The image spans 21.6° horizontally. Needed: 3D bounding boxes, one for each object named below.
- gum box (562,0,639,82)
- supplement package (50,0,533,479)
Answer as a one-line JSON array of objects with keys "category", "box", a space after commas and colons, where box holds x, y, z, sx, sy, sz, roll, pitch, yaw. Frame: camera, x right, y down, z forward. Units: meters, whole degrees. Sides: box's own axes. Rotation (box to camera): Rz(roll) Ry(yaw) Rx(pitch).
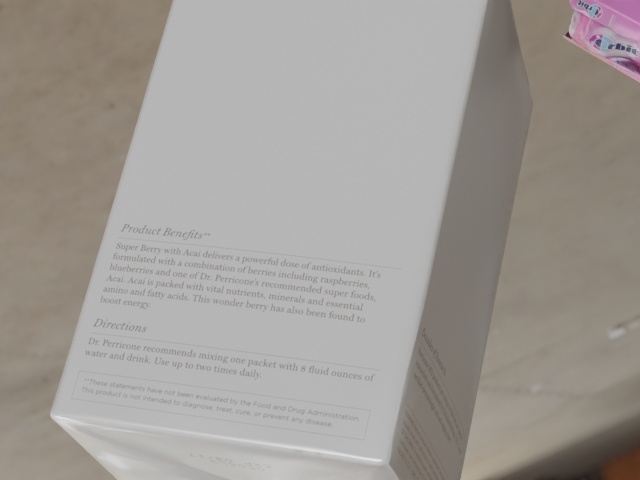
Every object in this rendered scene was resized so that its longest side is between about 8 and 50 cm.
[{"category": "gum box", "box": [0.248, -0.178, 1.086, 0.188, 0.107, 0.062, -53, 164, -21]}, {"category": "supplement package", "box": [0.000, 0.000, 0.910, 0.178, 0.293, 0.175, 7, 156, 18]}]
